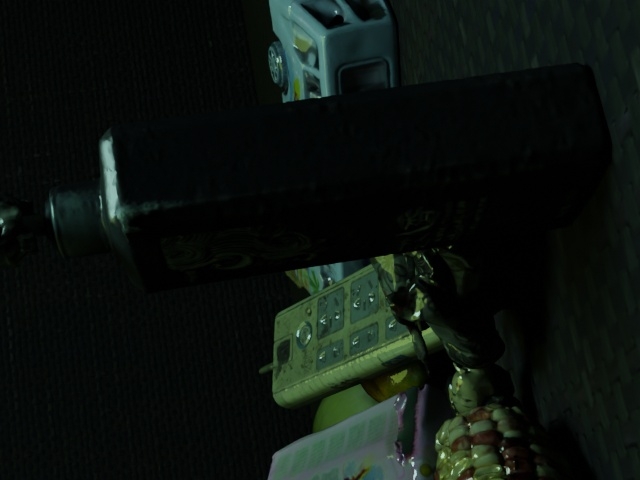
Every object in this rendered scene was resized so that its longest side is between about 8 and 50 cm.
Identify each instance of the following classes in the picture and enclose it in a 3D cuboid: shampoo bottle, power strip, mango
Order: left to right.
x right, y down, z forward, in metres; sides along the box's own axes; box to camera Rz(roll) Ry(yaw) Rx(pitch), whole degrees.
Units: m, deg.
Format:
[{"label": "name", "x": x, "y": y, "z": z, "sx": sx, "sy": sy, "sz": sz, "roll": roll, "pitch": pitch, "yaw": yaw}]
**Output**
[{"label": "shampoo bottle", "x": -0.021, "y": -0.026, "z": 0.556, "sx": 0.098, "sy": 0.310, "sz": 0.071, "roll": 97, "pitch": 165, "yaw": -72}, {"label": "power strip", "x": 0.024, "y": 0.076, "z": 0.924, "sx": 0.268, "sy": 0.034, "sz": 0.092, "roll": -30, "pitch": 51, "yaw": 48}, {"label": "mango", "x": 0.070, "y": 0.092, "z": 0.971, "sx": 0.165, "sy": 0.089, "sz": 0.115, "roll": -111, "pitch": 23, "yaw": -52}]

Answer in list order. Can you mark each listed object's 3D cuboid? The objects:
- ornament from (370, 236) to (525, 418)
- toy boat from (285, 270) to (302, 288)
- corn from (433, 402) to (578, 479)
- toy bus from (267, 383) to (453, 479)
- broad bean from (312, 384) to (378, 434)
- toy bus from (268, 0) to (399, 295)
[{"label": "ornament", "x": 0.068, "y": 0.045, "z": 0.709, "sx": 0.166, "sy": 0.153, "sz": 0.196, "roll": -118, "pitch": 11, "yaw": -75}, {"label": "toy boat", "x": 0.000, "y": 0.000, "z": 1.362, "sx": 0.188, "sy": 0.116, "sz": 0.061, "roll": -122, "pitch": 18, "yaw": -73}, {"label": "corn", "x": 0.121, "y": 0.200, "z": 0.583, "sx": 0.289, "sy": 0.098, "sz": 0.098, "roll": -99, "pitch": 5, "yaw": -48}, {"label": "toy bus", "x": 0.039, "y": 0.206, "z": 0.921, "sx": 0.274, "sy": 0.090, "sz": 0.112, "roll": -36, "pitch": 46, "yaw": 53}, {"label": "broad bean", "x": 0.058, "y": 0.266, "z": 1.143, "sx": 0.238, "sy": 0.119, "sz": 0.291, "roll": -104, "pitch": 9, "yaw": -45}, {"label": "toy bus", "x": 0.022, "y": -0.090, "z": 1.083, "sx": 0.136, "sy": 0.109, "sz": 0.329, "roll": -127, "pitch": 27, "yaw": -58}]
